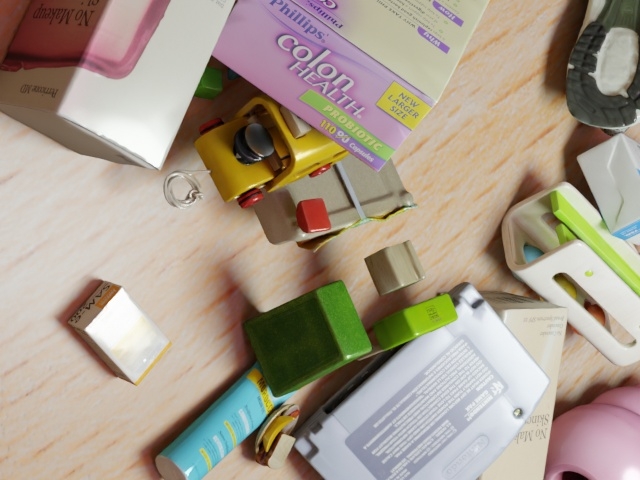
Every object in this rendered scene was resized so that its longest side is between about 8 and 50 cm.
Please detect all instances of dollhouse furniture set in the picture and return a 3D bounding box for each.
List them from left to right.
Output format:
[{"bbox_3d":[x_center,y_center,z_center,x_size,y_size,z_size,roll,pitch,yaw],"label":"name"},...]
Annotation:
[{"bbox_3d":[0.000,0.000,1.420,0.198,0.151,0.301,-17,81,-39],"label":"dollhouse furniture set"}]

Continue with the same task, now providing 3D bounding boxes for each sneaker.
[{"bbox_3d":[0.451,-0.332,1.747,0.182,0.158,0.410,47,62,-72],"label":"sneaker"}]

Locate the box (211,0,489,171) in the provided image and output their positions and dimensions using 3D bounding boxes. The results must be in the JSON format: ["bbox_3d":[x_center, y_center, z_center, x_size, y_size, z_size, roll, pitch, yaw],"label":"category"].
[{"bbox_3d":[0.039,-0.231,1.256,0.213,0.117,0.243,34,44,-6],"label":"box"}]

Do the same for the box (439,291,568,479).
[{"bbox_3d":[0.229,0.232,1.646,0.148,0.121,0.311,0,99,-42],"label":"box"}]

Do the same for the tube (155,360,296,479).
[{"bbox_3d":[-0.102,0.205,1.397,0.207,0.052,0.080,-41,135,-36],"label":"tube"}]

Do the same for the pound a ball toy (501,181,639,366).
[{"bbox_3d":[0.388,0.042,1.758,0.319,0.136,0.208,40,33,-34],"label":"pound a ball toy"}]

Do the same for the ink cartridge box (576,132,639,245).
[{"bbox_3d":[0.480,-0.063,1.781,0.231,0.078,0.134,15,50,-53],"label":"ink cartridge box"}]

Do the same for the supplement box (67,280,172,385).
[{"bbox_3d":[-0.211,0.098,1.277,0.062,0.036,0.098,-50,128,-22],"label":"supplement box"}]

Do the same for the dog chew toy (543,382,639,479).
[{"bbox_3d":[0.470,0.316,1.840,0.332,0.207,0.206,-27,117,-44],"label":"dog chew toy"}]

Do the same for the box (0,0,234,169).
[{"bbox_3d":[-0.192,-0.202,1.152,0.127,0.149,0.232,30,79,-41],"label":"box"}]

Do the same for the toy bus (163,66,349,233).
[{"bbox_3d":[-0.043,-0.111,1.270,0.191,0.104,0.202,22,61,-22],"label":"toy bus"}]

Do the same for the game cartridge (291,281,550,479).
[{"bbox_3d":[0.134,0.220,1.510,0.297,0.062,0.198,-41,108,-4],"label":"game cartridge"}]

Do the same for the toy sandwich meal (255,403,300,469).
[{"bbox_3d":[-0.047,0.234,1.442,0.085,0.029,0.085,-41,151,-29],"label":"toy sandwich meal"}]
